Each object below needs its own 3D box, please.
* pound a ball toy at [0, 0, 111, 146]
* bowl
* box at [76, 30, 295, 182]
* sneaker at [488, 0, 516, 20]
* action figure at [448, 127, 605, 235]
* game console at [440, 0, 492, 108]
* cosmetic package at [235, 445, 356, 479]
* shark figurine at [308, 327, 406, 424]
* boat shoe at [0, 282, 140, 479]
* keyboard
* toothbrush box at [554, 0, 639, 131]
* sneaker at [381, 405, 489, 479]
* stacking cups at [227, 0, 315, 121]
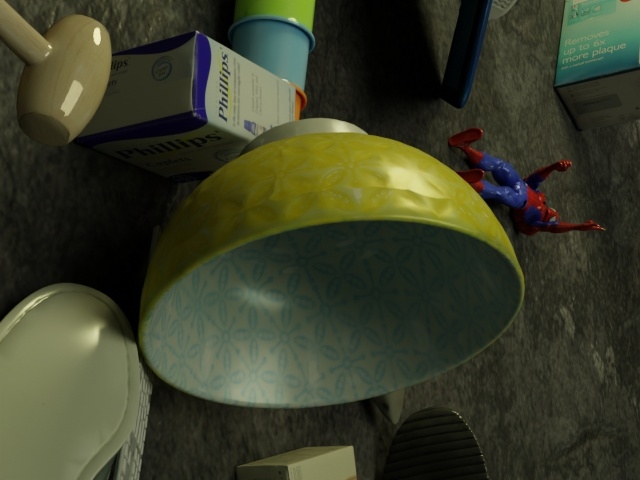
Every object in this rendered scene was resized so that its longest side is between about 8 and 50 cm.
[{"bbox_3d":[-0.266,-0.191,0.626,0.319,0.208,0.135,55,39,-34],"label":"pound a ball toy"},{"bbox_3d":[0.000,0.000,0.887,0.289,0.290,0.156,36,37,-49],"label":"bowl"},{"bbox_3d":[-0.108,-0.103,0.937,0.137,0.126,0.072,22,65,-54],"label":"box"},{"bbox_3d":[0.249,-0.450,1.651,0.151,0.094,0.255,-104,-161,-72],"label":"sneaker"},{"bbox_3d":[0.297,-0.074,1.587,0.280,0.139,0.091,29,58,-55],"label":"action figure"},{"bbox_3d":[0.126,-0.308,1.362,0.250,0.173,0.293,44,7,-5],"label":"game console"},{"bbox_3d":[-0.020,0.217,1.053,0.115,0.060,0.041,0,83,-57],"label":"cosmetic package"},{"bbox_3d":[0.038,0.069,1.142,0.278,0.116,0.166,35,51,-52],"label":"shark figurine"},{"bbox_3d":[-0.198,0.171,0.767,0.116,0.099,0.319,18,47,-17],"label":"boat shoe"},{"bbox_3d":[-0.137,0.113,0.879,0.072,0.014,0.256,99,-5,-58],"label":"keyboard"},{"bbox_3d":[0.535,-0.351,1.969,0.126,0.216,0.295,51,42,-39],"label":"toothbrush box"},{"bbox_3d":[0.145,0.344,1.255,0.146,0.123,0.330,14,67,-76],"label":"sneaker"},{"bbox_3d":[-0.054,-0.168,1.085,0.096,0.096,0.316,35,56,-50],"label":"stacking cups"}]
